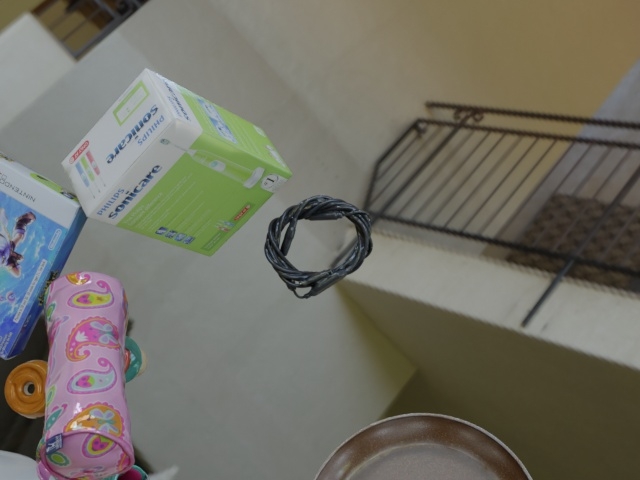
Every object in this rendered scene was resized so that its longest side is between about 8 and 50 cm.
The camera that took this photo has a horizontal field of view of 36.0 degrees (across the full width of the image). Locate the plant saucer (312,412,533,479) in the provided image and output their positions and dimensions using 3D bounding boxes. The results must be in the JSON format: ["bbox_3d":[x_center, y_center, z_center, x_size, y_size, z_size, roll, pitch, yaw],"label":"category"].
[{"bbox_3d":[0.130,0.374,1.259,0.311,0.310,0.050,30,-22,26],"label":"plant saucer"}]

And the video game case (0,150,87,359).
[{"bbox_3d":[-0.512,0.005,1.495,0.244,0.269,0.061,29,10,7],"label":"video game case"}]

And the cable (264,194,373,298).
[{"bbox_3d":[0.000,0.000,1.649,0.150,0.184,0.047,56,-5,2],"label":"cable"}]

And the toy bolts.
[{"bbox_3d":[-0.413,0.259,1.754,0.218,0.228,0.158,33,-1,17],"label":"toy bolts"}]

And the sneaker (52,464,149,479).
[{"bbox_3d":[-0.439,0.491,1.965,0.295,0.124,0.178,45,-62,17],"label":"sneaker"}]

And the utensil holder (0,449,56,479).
[{"bbox_3d":[-0.600,0.447,1.432,0.328,0.327,0.385,27,-2,31],"label":"utensil holder"}]

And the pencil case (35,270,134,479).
[{"bbox_3d":[-0.302,0.172,1.257,0.124,0.124,0.284,68,8,-46],"label":"pencil case"}]

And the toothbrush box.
[{"bbox_3d":[-0.216,-0.110,1.527,0.283,0.206,0.122,20,31,-54],"label":"toothbrush box"}]
